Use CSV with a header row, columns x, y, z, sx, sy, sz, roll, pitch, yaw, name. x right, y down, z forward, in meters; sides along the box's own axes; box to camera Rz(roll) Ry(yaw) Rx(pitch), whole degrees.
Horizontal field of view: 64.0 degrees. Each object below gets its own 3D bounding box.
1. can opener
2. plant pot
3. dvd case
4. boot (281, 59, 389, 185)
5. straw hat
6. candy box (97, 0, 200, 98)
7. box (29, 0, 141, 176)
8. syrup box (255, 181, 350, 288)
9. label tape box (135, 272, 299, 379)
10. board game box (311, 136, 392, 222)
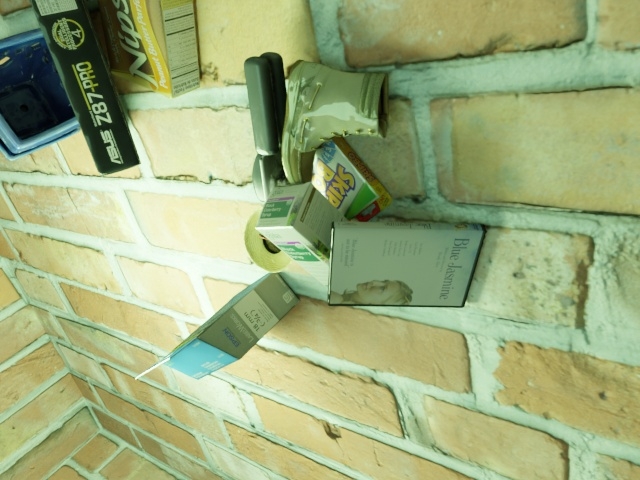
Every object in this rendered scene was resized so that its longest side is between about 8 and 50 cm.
x,y,z,sx,sy,sz,roll,pitch,yaw,name
-0.105,-0.189,0.926,0.095,0.076,0.284,15,126,31,can opener
-0.720,-0.344,1.262,0.212,0.236,0.236,-14,111,52,plant pot
0.140,0.046,0.883,0.253,0.022,0.180,1,127,-2,dvd case
0.026,-0.178,0.846,0.165,0.077,0.213,13,116,16,boot
-0.094,-0.008,1.108,0.144,0.061,0.145,9,109,28,straw hat
-0.329,-0.449,0.957,0.183,0.087,0.317,27,135,24,candy box
-0.491,-0.365,1.053,0.318,0.097,0.395,-134,29,-56,box
0.000,0.000,0.938,0.093,0.096,0.237,-2,149,40,syrup box
-0.235,0.230,1.196,0.106,0.333,0.240,52,138,-4,label tape box
0.011,-0.138,0.949,0.259,0.039,0.124,48,138,-3,board game box
